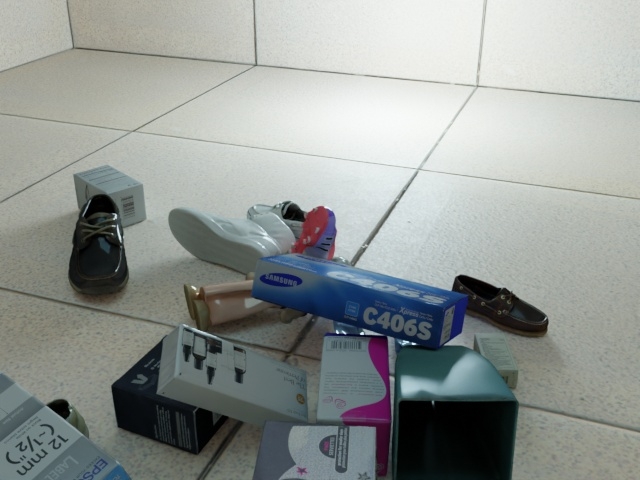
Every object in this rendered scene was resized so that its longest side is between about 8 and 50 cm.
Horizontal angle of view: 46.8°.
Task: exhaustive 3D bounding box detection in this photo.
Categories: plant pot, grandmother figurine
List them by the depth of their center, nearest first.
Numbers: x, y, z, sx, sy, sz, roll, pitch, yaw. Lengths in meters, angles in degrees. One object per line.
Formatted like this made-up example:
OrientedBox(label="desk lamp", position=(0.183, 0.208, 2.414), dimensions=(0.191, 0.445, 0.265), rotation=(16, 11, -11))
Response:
OrientedBox(label="plant pot", position=(0.186, 0.256, 1.132), dimensions=(0.166, 0.165, 0.234), rotation=(0, 18, 0))
OrientedBox(label="grandmother figurine", position=(-0.090, 0.103, 1.500), dimensions=(0.343, 0.104, 0.208), rotation=(-14, 39, -20))

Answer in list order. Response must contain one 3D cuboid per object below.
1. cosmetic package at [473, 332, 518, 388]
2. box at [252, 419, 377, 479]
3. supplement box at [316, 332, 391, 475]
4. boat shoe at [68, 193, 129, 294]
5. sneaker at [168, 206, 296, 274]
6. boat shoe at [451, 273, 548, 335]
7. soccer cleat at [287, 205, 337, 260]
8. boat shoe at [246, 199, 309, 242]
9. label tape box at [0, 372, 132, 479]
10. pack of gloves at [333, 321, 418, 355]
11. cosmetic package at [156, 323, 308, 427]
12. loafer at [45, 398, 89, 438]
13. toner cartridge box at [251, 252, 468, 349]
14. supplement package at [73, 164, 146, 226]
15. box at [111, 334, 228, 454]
OrientedBox(label="cosmetic package", position=(0.315, 0.216, 1.335), dimensions=(0.060, 0.041, 0.115), rotation=(1, 27, 2))
OrientedBox(label="box", position=(-0.008, 0.361, 0.938), dimensions=(0.164, 0.142, 0.247), rotation=(2, 27, 4))
OrientedBox(label="supplement box", position=(0.053, 0.255, 1.181), dimensions=(0.111, 0.113, 0.220), rotation=(3, 26, 3))
OrientedBox(label="boat shoe", position=(-0.505, 0.000, 1.659), dimensions=(0.132, 0.130, 0.355), rotation=(-8, 28, -15))
OrientedBox(label="sneaker", position=(-0.202, -0.018, 1.739), dimensions=(0.293, 0.108, 0.169), rotation=(25, 33, 23))
OrientedBox(label="boat shoe", position=(0.355, 0.127, 1.478), dimensions=(0.207, 0.073, 0.073), rotation=(18, 31, 29))
OrientedBox(label="soccer cleat", position=(0.000, 0.000, 1.572), dimensions=(0.095, 0.248, 0.083), rotation=(4, 61, -17))
OrientedBox(label="boat shoe", position=(-0.081, -0.054, 1.813), dimensions=(0.096, 0.088, 0.268), rotation=(-22, 35, -37))
OrientedBox(label="label tape box", position=(-0.365, 0.352, 0.898), dimensions=(0.348, 0.115, 0.249), rotation=(26, 49, 26))
OrientedBox(label="pack of gloves", position=(0.115, 0.189, 1.408), dimensions=(0.195, 0.046, 0.232), rotation=(11, 27, -8))
OrientedBox(label="cosmetic package", position=(-0.130, 0.219, 1.147), dimensions=(0.239, 0.060, 0.098), rotation=(26, 42, -29))
OrientedBox(label="loafer", position=(-0.447, 0.322, 1.069), dimensions=(0.102, 0.092, 0.268), rotation=(10, 29, 19))
OrientedBox(label="toner cartridge box", position=(0.070, 0.099, 1.308), dimensions=(0.348, 0.075, 0.165), rotation=(13, 7, 23))
OrientedBox(label="supplement package", position=(-0.544, -0.113, 1.910), dimensions=(0.105, 0.105, 0.179), rotation=(-23, 35, -38))
OrientedBox(label="box", position=(-0.229, 0.248, 1.214), dimensions=(0.158, 0.093, 0.156), rotation=(13, 30, 21))
